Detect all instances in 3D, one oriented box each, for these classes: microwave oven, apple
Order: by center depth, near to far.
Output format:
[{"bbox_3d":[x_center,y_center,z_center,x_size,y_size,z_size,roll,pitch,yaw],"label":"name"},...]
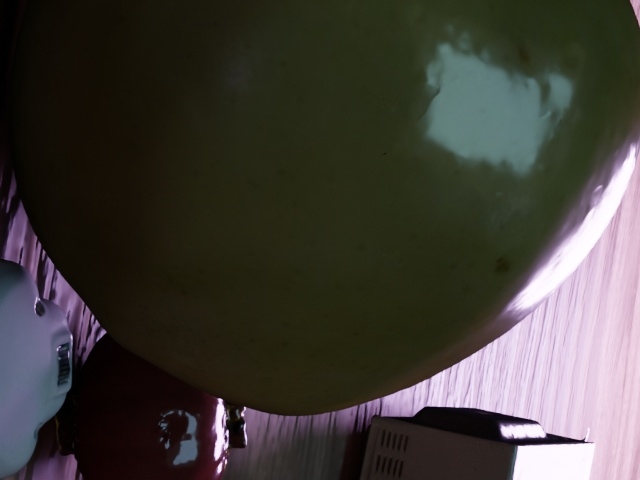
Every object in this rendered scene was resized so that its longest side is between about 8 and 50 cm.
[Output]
[{"bbox_3d":[-0.002,-0.060,0.559,0.262,0.262,0.262,-30,125,-56],"label":"apple"},{"bbox_3d":[0.109,0.208,0.980,0.205,0.129,0.163,19,80,-63],"label":"microwave oven"}]

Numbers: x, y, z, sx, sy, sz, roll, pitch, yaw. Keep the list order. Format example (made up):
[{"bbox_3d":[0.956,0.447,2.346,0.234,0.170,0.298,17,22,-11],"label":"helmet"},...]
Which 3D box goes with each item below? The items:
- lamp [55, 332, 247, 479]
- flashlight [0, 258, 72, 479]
[{"bbox_3d":[-0.080,0.086,0.624,0.101,0.090,0.101,180,-90,-85],"label":"lamp"},{"bbox_3d":[-0.173,0.062,0.487,0.200,0.047,0.093,-16,113,-57],"label":"flashlight"}]
